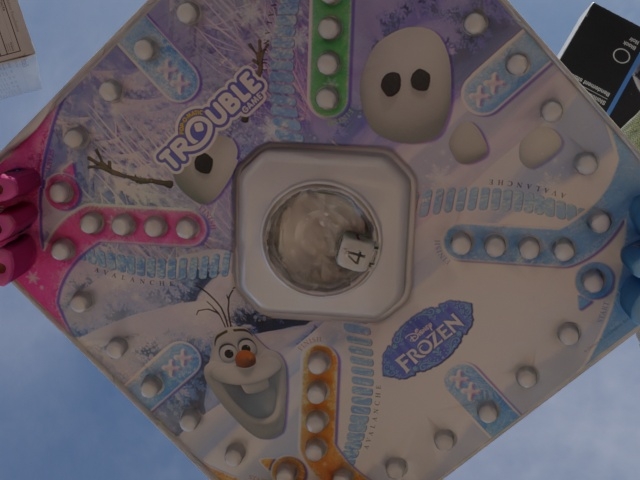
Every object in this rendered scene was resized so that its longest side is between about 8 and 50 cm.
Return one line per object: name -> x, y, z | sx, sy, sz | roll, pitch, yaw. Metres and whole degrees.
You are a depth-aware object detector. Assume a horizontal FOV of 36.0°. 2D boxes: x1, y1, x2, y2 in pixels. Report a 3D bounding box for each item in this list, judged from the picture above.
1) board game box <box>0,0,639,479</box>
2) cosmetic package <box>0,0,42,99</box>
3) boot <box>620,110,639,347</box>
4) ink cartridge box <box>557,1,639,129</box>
board game box -> 0.000, 0.000, 0.668 | 0.390, 0.050, 0.390 | -41, -82, 15
cosmetic package -> -0.273, -0.143, 0.764 | 0.099, 0.239, 0.060 | -17, -83, -14
boot -> 0.289, -0.007, 0.824 | 0.077, 0.213, 0.165 | -22, -115, -17
ink cartridge box -> 0.329, -0.123, 1.049 | 0.206, 0.045, 0.208 | 30, -105, 7
